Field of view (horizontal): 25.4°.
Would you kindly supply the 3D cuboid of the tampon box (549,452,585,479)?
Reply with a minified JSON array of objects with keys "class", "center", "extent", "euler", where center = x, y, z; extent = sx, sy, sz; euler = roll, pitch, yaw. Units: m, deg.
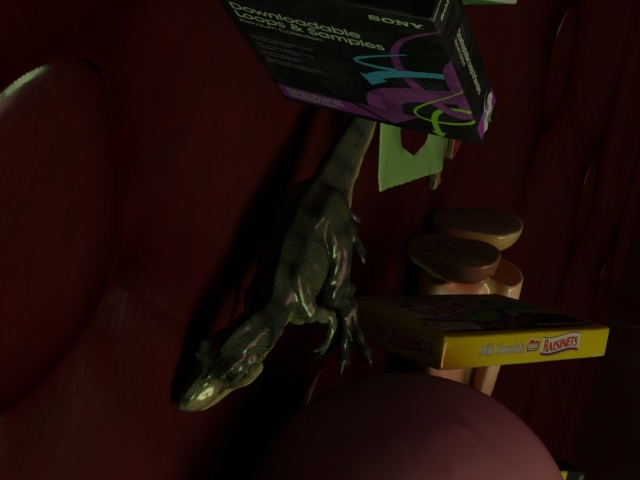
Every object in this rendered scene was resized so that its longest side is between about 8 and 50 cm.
[{"class":"tampon box","center":[0.100,0.199,1.042],"extent":[0.161,0.101,0.120],"euler":[13,102,-57]}]

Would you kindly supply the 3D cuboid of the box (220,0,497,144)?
[{"class":"box","center":[0.019,-0.097,0.698],"extent":[0.162,0.116,0.029],"euler":[52,55,-67]}]

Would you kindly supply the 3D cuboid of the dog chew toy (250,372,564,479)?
[{"class":"dog chew toy","center":[0.012,0.219,0.801],"extent":[0.332,0.207,0.206],"euler":[-43,143,-48]}]

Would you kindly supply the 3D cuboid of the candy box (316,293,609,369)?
[{"class":"candy box","center":[0.103,0.060,0.980],"extent":[0.206,0.105,0.027],"euler":[2,99,-50]}]

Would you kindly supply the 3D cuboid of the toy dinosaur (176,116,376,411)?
[{"class":"toy dinosaur","center":[0.000,0.000,0.813],"extent":[0.118,0.064,0.268],"euler":[68,35,-51]}]

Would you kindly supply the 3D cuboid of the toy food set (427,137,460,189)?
[{"class":"toy food set","center":[0.106,-0.107,1.120],"extent":[0.078,0.019,0.122],"euler":[-59,156,-44]}]

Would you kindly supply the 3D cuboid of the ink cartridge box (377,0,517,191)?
[{"class":"ink cartridge box","center":[0.084,-0.154,0.903],"extent":[0.171,0.056,0.235],"euler":[-21,111,-70]}]

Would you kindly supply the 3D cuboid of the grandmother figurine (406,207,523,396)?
[{"class":"grandmother figurine","center":[0.105,0.155,1.191],"extent":[0.208,0.104,0.342],"euler":[-33,133,-52]}]
